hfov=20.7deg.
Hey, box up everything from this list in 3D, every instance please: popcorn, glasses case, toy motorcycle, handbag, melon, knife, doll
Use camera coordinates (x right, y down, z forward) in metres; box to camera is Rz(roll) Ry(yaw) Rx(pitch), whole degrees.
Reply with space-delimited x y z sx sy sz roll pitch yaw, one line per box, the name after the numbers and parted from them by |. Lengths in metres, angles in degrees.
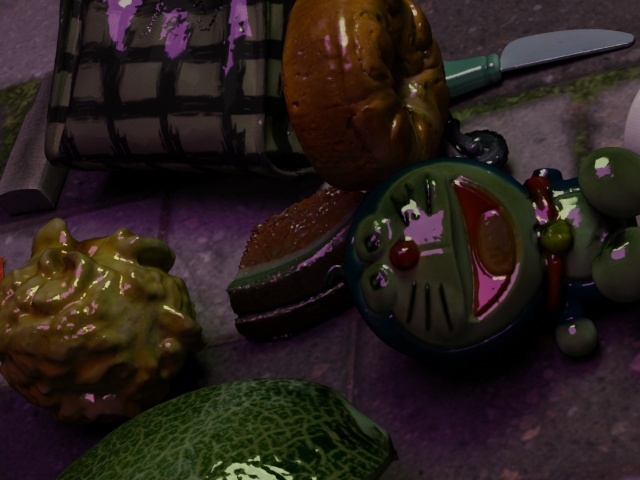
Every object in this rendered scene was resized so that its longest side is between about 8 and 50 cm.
-0.236 0.077 1.843 0.235 0.181 0.217 -16 45 17 | popcorn
-0.342 -0.126 2.185 0.071 0.047 0.205 -8 49 25 | glasses case
0.098 -0.101 1.886 0.213 0.082 0.122 29 71 41 | toy motorcycle
-0.152 -0.234 1.997 0.325 0.162 0.327 2 90 33 | handbag
-0.103 0.265 1.605 0.343 0.226 0.331 -52 28 -2 | melon
0.218 -0.203 1.953 0.260 0.034 0.063 -13 37 11 | knife
0.163 0.017 1.676 0.322 0.186 0.198 -3 80 6 | doll

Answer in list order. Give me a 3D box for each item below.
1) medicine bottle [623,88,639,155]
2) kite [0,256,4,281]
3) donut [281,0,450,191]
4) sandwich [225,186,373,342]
0.414 -0.084 1.653 0.237 0.139 0.139 20 63 42 | medicine bottle
-0.376 0.077 2.049 0.190 0.010 0.159 -25 43 7 | kite
0.047 -0.157 1.764 0.114 0.226 0.226 -9 48 24 | donut
0.006 0.000 1.849 0.235 0.079 0.159 -22 44 12 | sandwich
